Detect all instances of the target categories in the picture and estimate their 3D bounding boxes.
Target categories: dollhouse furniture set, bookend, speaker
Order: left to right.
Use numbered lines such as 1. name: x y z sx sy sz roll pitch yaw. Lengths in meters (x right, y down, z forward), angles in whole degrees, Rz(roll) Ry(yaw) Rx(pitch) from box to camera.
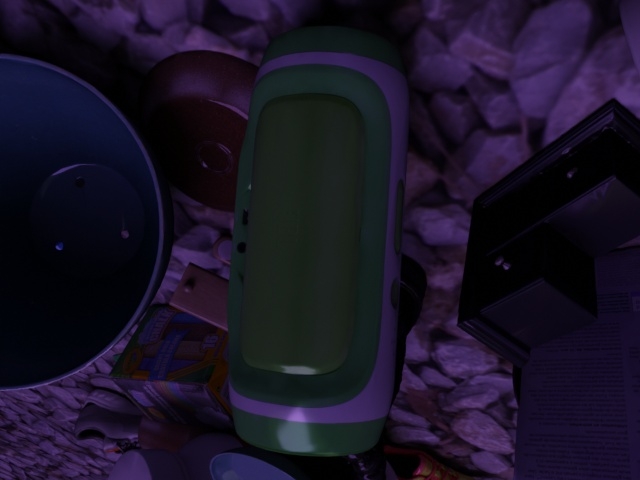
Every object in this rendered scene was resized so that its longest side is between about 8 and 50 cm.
1. dollhouse furniture set: -0.091 0.035 0.628 0.123 0.144 0.151 26 175 -4
2. speaker: 0.000 0.000 0.439 0.131 0.296 0.131 4 175 0
3. bookend: 0.197 -0.002 0.459 0.072 0.157 0.156 34 138 -14

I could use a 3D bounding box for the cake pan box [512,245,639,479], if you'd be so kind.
1. cake pan box: 0.295 0.110 0.471 0.267 0.245 0.070 -9 130 29

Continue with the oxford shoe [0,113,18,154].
1. oxford shoe: -0.344 -0.172 0.586 0.076 0.076 0.212 -1 141 -21

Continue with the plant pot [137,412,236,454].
1. plant pot: -0.215 0.336 0.990 0.165 0.167 0.167 5 136 27

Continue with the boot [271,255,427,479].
1. boot: 0.018 0.202 0.667 0.131 0.260 0.348 15 138 8

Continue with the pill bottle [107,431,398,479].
1. pill bottle: -0.089 0.399 0.815 0.408 0.229 0.229 19 145 -37

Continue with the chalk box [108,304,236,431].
1. chalk box: -0.205 0.185 0.842 0.213 0.132 0.132 -1 135 24

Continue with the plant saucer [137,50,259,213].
1. plant saucer: -0.103 -0.093 0.579 0.199 0.036 0.198 12 137 12

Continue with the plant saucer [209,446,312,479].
1. plant saucer: -0.045 0.226 0.521 0.119 0.021 0.119 16 132 18

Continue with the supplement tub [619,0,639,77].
1. supplement tub: 0.317 -0.113 0.267 0.272 0.191 0.191 -23 122 38

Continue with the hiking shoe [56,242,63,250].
1. hiking shoe: -0.377 0.073 0.806 0.132 0.113 0.304 23 138 -1

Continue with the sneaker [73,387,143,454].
1. sneaker: -0.360 0.387 1.135 0.271 0.108 0.100 12 136 9

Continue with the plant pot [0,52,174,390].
1. plant pot: -0.276 -0.018 0.582 0.290 0.290 0.195 21 -177 0

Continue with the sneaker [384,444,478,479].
1. sneaker: 0.180 0.397 0.942 0.208 0.081 0.094 12 135 11
